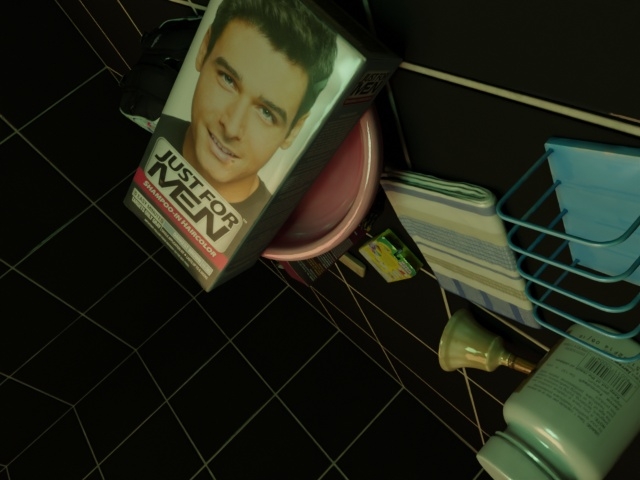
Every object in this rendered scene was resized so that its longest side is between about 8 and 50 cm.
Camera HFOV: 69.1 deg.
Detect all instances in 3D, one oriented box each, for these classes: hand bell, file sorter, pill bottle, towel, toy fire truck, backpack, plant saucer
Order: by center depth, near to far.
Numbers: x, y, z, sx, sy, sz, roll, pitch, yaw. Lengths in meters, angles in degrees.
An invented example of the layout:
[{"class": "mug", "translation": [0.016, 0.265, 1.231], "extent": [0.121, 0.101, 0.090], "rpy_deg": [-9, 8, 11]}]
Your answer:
[{"class": "file sorter", "translation": [0.249, 0.011, 0.423], "extent": [0.118, 0.104, 0.170], "rpy_deg": [31, 160, 53]}, {"class": "pill bottle", "translation": [0.312, 0.225, 0.587], "extent": [0.131, 0.229, 0.131], "rpy_deg": [45, 167, 13]}, {"class": "plant saucer", "translation": [-0.058, -0.137, 0.681], "extent": [0.333, 0.084, 0.331], "rpy_deg": [10, 113, 26]}, {"class": "towel", "translation": [0.214, 0.011, 0.701], "extent": [0.209, 0.034, 0.285], "rpy_deg": [26, 158, 52]}, {"class": "hand bell", "translation": [0.344, 0.211, 0.805], "extent": [0.242, 0.126, 0.126], "rpy_deg": [15, 148, 44]}, {"class": "backpack", "translation": [-0.226, -0.275, 0.831], "extent": [0.191, 0.225, 0.254], "rpy_deg": [28, 178, -37]}, {"class": "toy fire truck", "translation": [-0.004, 0.012, 1.239], "extent": [0.217, 0.247, 0.158], "rpy_deg": [89, 180, -69]}]

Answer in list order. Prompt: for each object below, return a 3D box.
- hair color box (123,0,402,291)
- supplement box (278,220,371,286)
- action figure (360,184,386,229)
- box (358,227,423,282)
[{"class": "hair color box", "translation": [-0.094, -0.127, 0.586], "extent": [0.185, 0.114, 0.374], "rpy_deg": [45, 123, 8]}, {"class": "supplement box", "translation": [0.000, 0.000, 1.003], "extent": [0.080, 0.188, 0.104], "rpy_deg": [53, 166, -23]}, {"class": "action figure", "translation": [-0.019, -0.120, 0.816], "extent": [0.276, 0.141, 0.164], "rpy_deg": [31, 165, 42]}, {"class": "box", "translation": [0.145, 0.033, 0.972], "extent": [0.105, 0.043, 0.179], "rpy_deg": [47, 170, 0]}]
